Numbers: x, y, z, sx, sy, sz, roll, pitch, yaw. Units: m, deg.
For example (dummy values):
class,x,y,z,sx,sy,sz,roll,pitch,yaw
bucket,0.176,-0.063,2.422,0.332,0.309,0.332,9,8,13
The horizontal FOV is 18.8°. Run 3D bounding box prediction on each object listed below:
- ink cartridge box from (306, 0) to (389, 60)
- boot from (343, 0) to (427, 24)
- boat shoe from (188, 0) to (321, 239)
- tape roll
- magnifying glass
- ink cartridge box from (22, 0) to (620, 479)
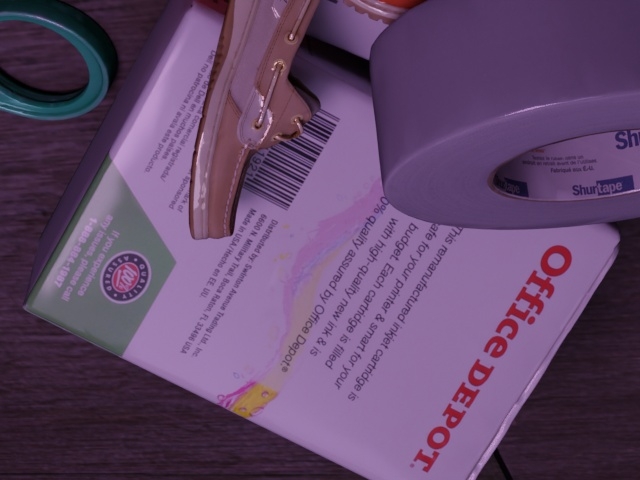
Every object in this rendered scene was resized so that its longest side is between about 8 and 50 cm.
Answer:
class,x,y,z,sx,sy,sz,roll,pitch,yaw
ink cartridge box,0.033,-0.219,0.954,0.261,0.066,0.296,23,141,-9
boot,0.026,-0.158,0.933,0.158,0.059,0.084,21,136,-6
boat shoe,-0.028,-0.077,0.995,0.059,0.063,0.170,13,105,-3
tape roll,0.135,-0.069,0.956,0.219,0.072,0.219,-6,165,-2
magnifying glass,-0.237,-0.111,1.213,0.231,0.026,0.092,1,139,21
ink cartridge box,0.000,0.000,1.119,0.278,0.117,0.201,27,106,-12
